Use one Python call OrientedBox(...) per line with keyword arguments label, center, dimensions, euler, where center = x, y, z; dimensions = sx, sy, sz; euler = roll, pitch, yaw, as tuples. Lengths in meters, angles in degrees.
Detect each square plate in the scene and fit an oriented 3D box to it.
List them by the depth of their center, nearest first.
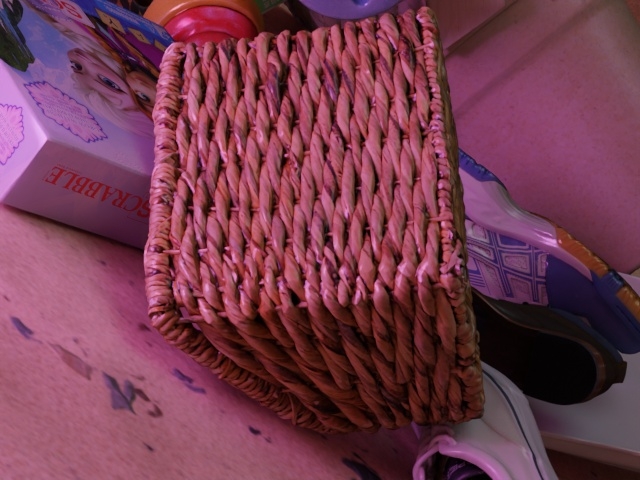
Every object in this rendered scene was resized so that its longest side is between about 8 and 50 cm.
OrientedBox(label="square plate", center=(0.318, 0.134, 1.730), dimensions=(0.344, 0.049, 0.347), euler=(15, 27, -1))

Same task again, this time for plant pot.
OrientedBox(label="plant pot", center=(0.267, -0.110, 1.980), dimensions=(0.305, 0.334, 0.334), euler=(51, 17, 2))

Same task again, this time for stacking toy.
OrientedBox(label="stacking toy", center=(0.018, -0.184, 1.722), dimensions=(0.279, 0.309, 0.130), euler=(32, 26, -33))

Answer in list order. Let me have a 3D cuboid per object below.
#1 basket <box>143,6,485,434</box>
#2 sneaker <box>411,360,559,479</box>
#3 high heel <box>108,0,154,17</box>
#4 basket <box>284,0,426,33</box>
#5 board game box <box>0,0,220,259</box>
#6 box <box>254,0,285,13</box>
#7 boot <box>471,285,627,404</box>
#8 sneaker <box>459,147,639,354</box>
OrientedBox(label="basket", center=(0.000, 0.000, 1.384), dimensions=(0.213, 0.223, 0.299), euler=(76, 8, -47))
OrientedBox(label="sneaker", center=(0.112, 0.160, 1.364), dimensions=(0.091, 0.094, 0.258), euler=(21, 21, -33))
OrientedBox(label="high heel", center=(-0.175, -0.284, 1.735), dimensions=(0.261, 0.186, 0.093), euler=(18, 27, -51))
OrientedBox(label="basket", center=(0.097, -0.373, 2.194), dimensions=(0.266, 0.328, 0.331), euler=(62, 2, 39))
OrientedBox(label="board game box", center=(-0.182, -0.111, 1.478), dimensions=(0.319, 0.066, 0.318), euler=(20, 26, -49))
OrientedBox(label="box", center=(-0.138, -0.377, 1.921), dimensions=(0.262, 0.127, 0.231), euler=(71, -7, -70))
OrientedBox(label="boot", center=(0.166, 0.089, 1.632), dimensions=(0.219, 0.082, 0.106), euler=(25, 11, 30))
OrientedBox(label="sneaker", center=(0.172, 0.028, 1.711), dimensions=(0.296, 0.131, 0.112), euler=(37, 3, 10))
